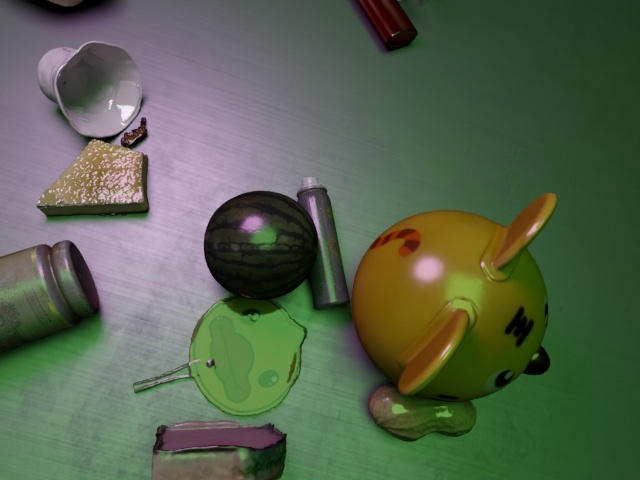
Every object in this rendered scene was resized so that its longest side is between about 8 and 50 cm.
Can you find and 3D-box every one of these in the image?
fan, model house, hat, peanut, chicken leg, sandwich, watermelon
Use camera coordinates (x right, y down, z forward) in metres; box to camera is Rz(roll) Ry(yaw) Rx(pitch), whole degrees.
[{"bbox_3d":[-0.179,0.225,0.859,0.335,0.011,0.229,-16,76,-16],"label":"fan"},{"bbox_3d":[-0.161,0.414,0.687,0.202,0.237,0.237,7,75,-16],"label":"model house"},{"bbox_3d":[-0.474,-0.312,0.909,0.126,0.203,0.203,23,67,20],"label":"hat"},{"bbox_3d":[0.196,0.326,0.859,0.214,0.090,0.098,4,59,-9],"label":"peanut"},{"bbox_3d":[-0.390,-0.228,0.963,0.036,0.021,0.083,29,67,16],"label":"chicken leg"},{"bbox_3d":[-0.448,-0.132,0.903,0.193,0.058,0.162,-4,71,-11],"label":"sandwich"},{"bbox_3d":[-0.107,0.009,0.844,0.212,0.212,0.212,3,71,-10],"label":"watermelon"}]

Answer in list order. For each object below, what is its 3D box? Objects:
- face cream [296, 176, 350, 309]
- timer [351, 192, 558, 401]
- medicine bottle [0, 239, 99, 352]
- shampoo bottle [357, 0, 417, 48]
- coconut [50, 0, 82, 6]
[{"bbox_3d":[0.000,0.000,0.937,0.073,0.073,0.283,-7,73,-13],"label":"face cream"},{"bbox_3d":[0.229,0.108,0.775,0.376,0.387,0.376,1,76,-5],"label":"timer"},{"bbox_3d":[-0.556,0.116,0.745,0.322,0.151,0.151,-21,77,-17],"label":"medicine bottle"},{"bbox_3d":[0.148,-0.621,1.177,0.102,0.064,0.260,-23,78,-28],"label":"shampoo bottle"},{"bbox_3d":[-0.569,-0.634,0.950,0.266,0.237,0.237,25,69,-4],"label":"coconut"}]
